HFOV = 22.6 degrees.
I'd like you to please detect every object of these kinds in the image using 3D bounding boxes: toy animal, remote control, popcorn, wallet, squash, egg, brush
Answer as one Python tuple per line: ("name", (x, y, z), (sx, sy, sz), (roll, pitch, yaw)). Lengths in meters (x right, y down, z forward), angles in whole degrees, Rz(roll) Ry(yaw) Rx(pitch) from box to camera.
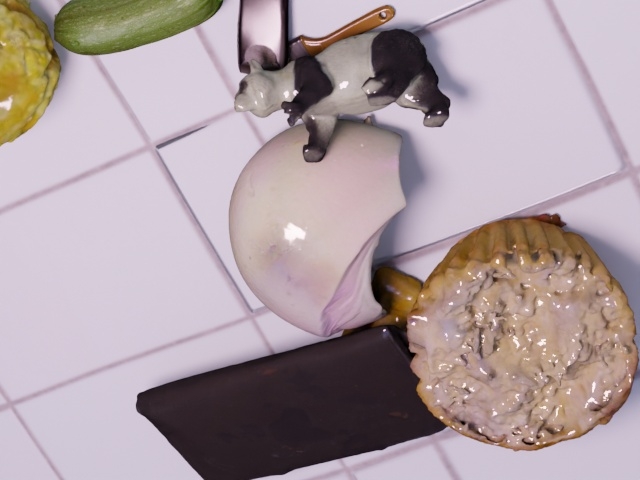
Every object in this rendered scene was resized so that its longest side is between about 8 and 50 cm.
("toy animal", (0.019, -0.164, 1.716), (0.225, 0.121, 0.094), (-15, 141, 4))
("remote control", (-0.062, -0.277, 1.729), (0.059, 0.028, 0.212), (4, 114, 7))
("popcorn", (-0.399, -0.200, 1.777), (0.212, 0.198, 0.198), (13, 124, 33))
("wallet", (-0.026, 0.205, 1.950), (0.377, 0.051, 0.197), (-18, 130, 27))
("squash", (-0.193, -0.253, 1.752), (0.219, 0.068, 0.077), (-17, 109, 19))
("egg", (-0.018, -0.001, 1.792), (0.206, 0.162, 0.271), (20, 118, 11))
("brush", (0.008, -0.218, 1.764), (0.170, 0.014, 0.043), (-24, 114, 22))

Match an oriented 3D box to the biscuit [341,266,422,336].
("biscuit", (0.113, 0.135, 1.931), (0.183, 0.039, 0.174), (28, 119, -5))

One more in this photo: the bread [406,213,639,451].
("bread", (0.229, 0.107, 1.820), (0.274, 0.149, 0.274), (3, 119, 5))
